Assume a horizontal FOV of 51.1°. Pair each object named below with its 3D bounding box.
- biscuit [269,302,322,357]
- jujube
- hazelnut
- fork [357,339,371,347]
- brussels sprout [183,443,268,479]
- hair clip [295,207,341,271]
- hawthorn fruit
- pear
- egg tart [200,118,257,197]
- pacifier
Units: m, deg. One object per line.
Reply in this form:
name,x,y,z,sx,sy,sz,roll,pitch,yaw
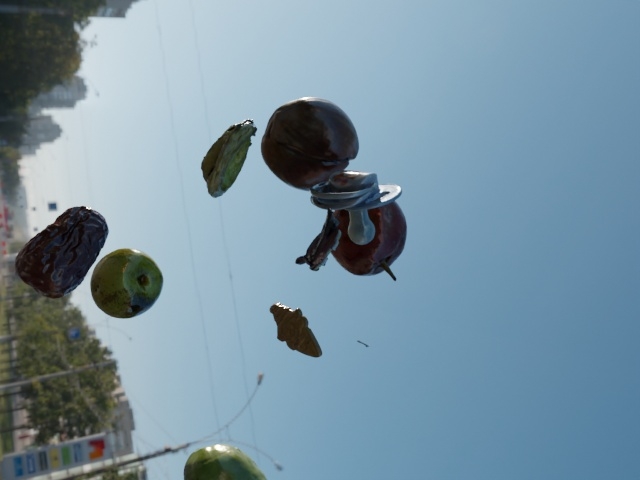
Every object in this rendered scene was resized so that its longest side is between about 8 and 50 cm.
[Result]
biscuit,-0.085,0.298,2.204,0.250,0.035,0.162,40,-50,25
jujube,-0.592,0.024,1.547,0.230,0.155,0.155,-61,-173,-31
hazelnut,-0.044,-0.357,2.445,0.315,0.372,0.372,-120,-147,-44
fork,0.160,0.378,2.442,0.016,0.115,0.012,-25,-117,19
brussels sprout,-0.270,0.742,1.940,0.273,0.242,0.317,36,-22,53
hair clip,0.007,0.003,1.852,0.187,0.056,0.146,-65,-156,4
hawthorn fruit,0.170,-0.001,2.249,0.330,0.287,0.287,62,-31,23
pear,-0.543,0.120,1.853,0.197,0.197,0.197,173,-90,-65
egg tart,-0.293,-0.264,2.098,0.279,0.095,0.279,-62,179,-3
pacifier,0.105,-0.091,2.031,0.299,0.244,0.233,10,-56,44
